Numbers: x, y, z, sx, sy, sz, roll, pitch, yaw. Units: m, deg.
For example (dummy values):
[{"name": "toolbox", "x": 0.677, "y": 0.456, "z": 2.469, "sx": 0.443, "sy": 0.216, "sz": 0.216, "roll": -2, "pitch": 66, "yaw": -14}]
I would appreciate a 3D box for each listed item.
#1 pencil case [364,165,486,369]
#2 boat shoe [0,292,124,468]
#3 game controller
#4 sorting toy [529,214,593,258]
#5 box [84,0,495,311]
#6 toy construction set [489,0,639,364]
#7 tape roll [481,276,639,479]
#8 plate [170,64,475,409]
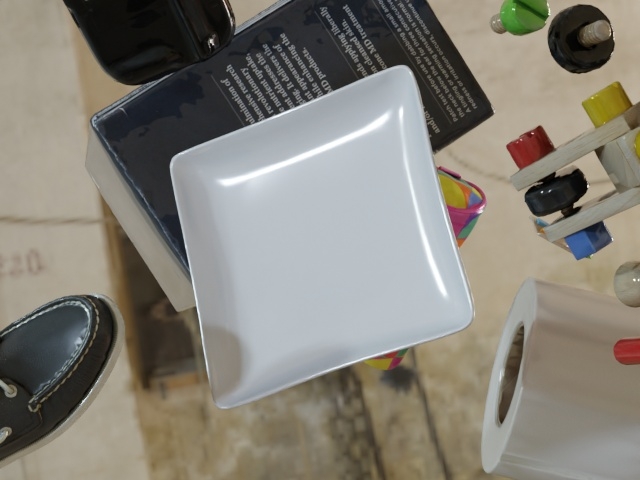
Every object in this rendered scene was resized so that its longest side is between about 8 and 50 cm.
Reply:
[{"name": "pencil case", "x": 0.089, "y": 0.027, "z": 1.557, "sx": 0.104, "sy": 0.236, "sz": 0.104, "roll": 19, "pitch": 32, "yaw": -13}, {"name": "boat shoe", "x": -0.310, "y": 0.151, "z": 1.321, "sx": 0.302, "sy": 0.114, "sz": 0.091, "roll": -44, "pitch": -32, "yaw": 5}, {"name": "game controller", "x": -0.216, "y": -0.314, "z": 1.590, "sx": 0.166, "sy": 0.319, "sz": 0.067, "roll": -18, "pitch": 36, "yaw": 9}, {"name": "sorting toy", "x": 0.301, "y": -0.003, "z": 1.817, "sx": 0.083, "sy": 0.012, "sz": 0.062, "roll": 27, "pitch": 18, "yaw": -14}, {"name": "box", "x": -0.069, "y": -0.145, "z": 2.110, "sx": 0.472, "sy": 0.297, "sz": 0.480, "roll": -32, "pitch": 1, "yaw": -10}, {"name": "toy construction set", "x": 0.305, "y": -0.059, "z": 1.147, "sx": 0.257, "sy": 0.309, "sz": 0.237, "roll": -3, "pitch": -4, "yaw": -22}, {"name": "tape roll", "x": 0.305, "y": 0.179, "z": 1.754, "sx": 0.169, "sy": 0.246, "sz": 0.246, "roll": 13, "pitch": 5, "yaw": -2}, {"name": "plate", "x": 0.000, "y": 0.000, "z": 1.420, "sx": 0.278, "sy": 0.277, "sz": 0.045, "roll": -21, "pitch": -23, "yaw": 20}]
